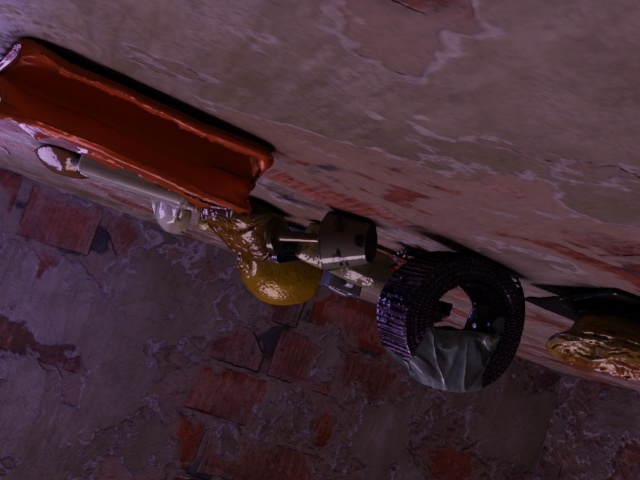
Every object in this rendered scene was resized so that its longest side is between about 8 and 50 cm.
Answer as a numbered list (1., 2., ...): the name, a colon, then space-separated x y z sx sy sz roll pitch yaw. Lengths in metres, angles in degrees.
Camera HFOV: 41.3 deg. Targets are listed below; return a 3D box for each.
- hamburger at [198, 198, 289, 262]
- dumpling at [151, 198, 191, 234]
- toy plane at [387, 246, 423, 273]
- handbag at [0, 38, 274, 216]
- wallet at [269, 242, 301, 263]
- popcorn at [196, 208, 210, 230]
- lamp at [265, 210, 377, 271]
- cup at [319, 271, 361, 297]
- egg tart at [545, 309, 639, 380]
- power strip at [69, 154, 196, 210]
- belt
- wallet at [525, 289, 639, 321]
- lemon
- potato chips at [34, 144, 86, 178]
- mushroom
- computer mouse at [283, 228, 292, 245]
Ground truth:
1. hamburger: -0.176 -0.030 1.953 0.183 0.130 0.206 11 168 38
2. dumpling: -0.431 -0.084 2.383 0.134 0.100 0.169 30 174 11
3. toy plane: 0.191 0.049 1.845 0.130 0.061 0.189 20 178 -17
4. handbag: -0.296 -0.160 1.292 0.410 0.116 0.303 23 176 -27
5. wallet: -0.062 0.026 2.148 0.222 0.036 0.167 -8 -168 -37
6. popcorn: -0.321 -0.064 2.394 0.083 0.068 0.059 54 151 -17
7. lamp: 0.000 0.000 1.680 0.215 0.121 0.121 4 169 19
8. cup: 0.066 0.070 2.064 0.095 0.129 0.128 20 174 -12
9. egg tart: 0.537 0.193 1.559 0.241 0.106 0.241 14 166 4
10. power strip: -0.452 -0.149 2.058 0.338 0.058 0.098 18 174 9
11. belt: 0.254 0.153 1.617 0.325 0.260 0.122 16 178 -37
12. wallet: 0.570 0.146 1.627 0.247 0.041 0.323 20 170 -13
13. lemon: -0.106 0.077 2.325 0.260 0.204 0.204 16 175 -18
14. potato chips: -0.677 -0.201 2.267 0.208 0.062 0.195 15 175 18
15. mushroom: 0.092 0.053 1.960 0.312 0.100 0.081 24 -166 -19
16. computer mouse: -0.156 -0.025 2.129 0.192 0.062 0.106 5 -168 -7
